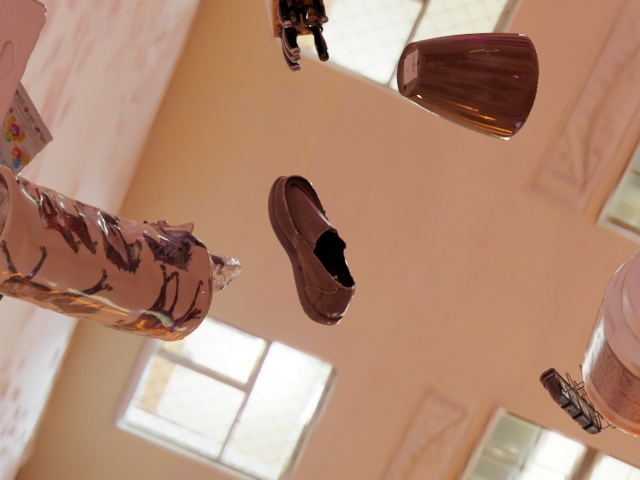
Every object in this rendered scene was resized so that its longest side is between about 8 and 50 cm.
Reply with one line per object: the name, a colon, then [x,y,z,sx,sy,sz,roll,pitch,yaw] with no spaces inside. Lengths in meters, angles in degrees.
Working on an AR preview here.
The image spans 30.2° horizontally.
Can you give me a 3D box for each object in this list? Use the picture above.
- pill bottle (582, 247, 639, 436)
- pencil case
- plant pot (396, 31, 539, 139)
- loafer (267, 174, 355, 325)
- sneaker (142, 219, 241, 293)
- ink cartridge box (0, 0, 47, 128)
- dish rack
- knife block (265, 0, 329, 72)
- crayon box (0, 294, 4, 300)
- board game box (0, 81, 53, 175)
pill bottle: [0.517,0.139,1.743,0.392,0.224,0.224,78,32,-66]
pencil case: [-0.336,0.015,1.654,0.160,0.410,0.183,-24,-120,32]
plant pot: [0.275,-0.321,2.343,0.215,0.230,0.215,-173,-90,-68]
loafer: [0.000,0.000,2.541,0.130,0.134,0.366,-43,-123,37]
sneaker: [-0.255,0.021,2.135,0.235,0.153,0.094,-10,147,-47]
ink cartridge box: [-0.393,-0.175,1.224,0.219,0.092,0.160,-8,-120,49]
dish rack: [0.616,0.288,2.444,0.271,0.208,0.074,-33,-138,18]
knife block: [-0.045,-0.397,2.031,0.276,0.088,0.242,174,-90,-83]
crayon box: [-0.587,-0.036,1.868,0.081,0.278,0.165,-29,-157,30]
board game box: [-0.647,-0.160,2.180,0.275,0.142,0.144,-57,134,-42]
